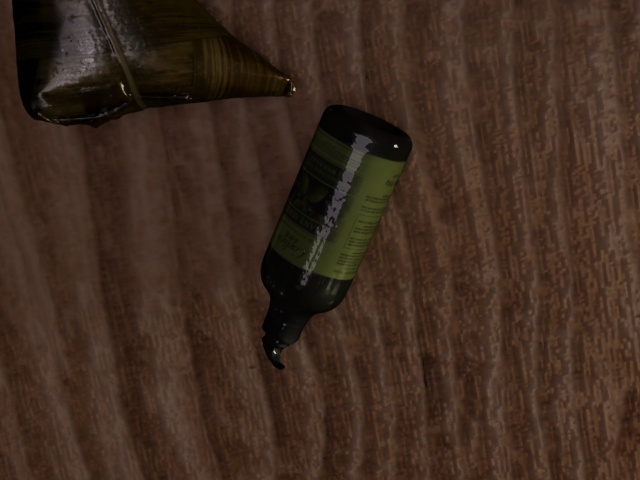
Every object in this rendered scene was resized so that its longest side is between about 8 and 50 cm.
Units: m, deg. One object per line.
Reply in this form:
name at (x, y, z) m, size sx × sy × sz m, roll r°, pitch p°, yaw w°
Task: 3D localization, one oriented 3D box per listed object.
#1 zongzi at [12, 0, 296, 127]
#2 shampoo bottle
zongzi at (-0.174, -0.264, 1.305) m, size 0.288 × 0.134 × 0.286 m, roll -4°, pitch 99°, yaw -6°
shampoo bottle at (0.000, 0.000, 1.349) m, size 0.101 × 0.101 × 0.284 m, roll 24°, pitch 105°, yaw 1°
